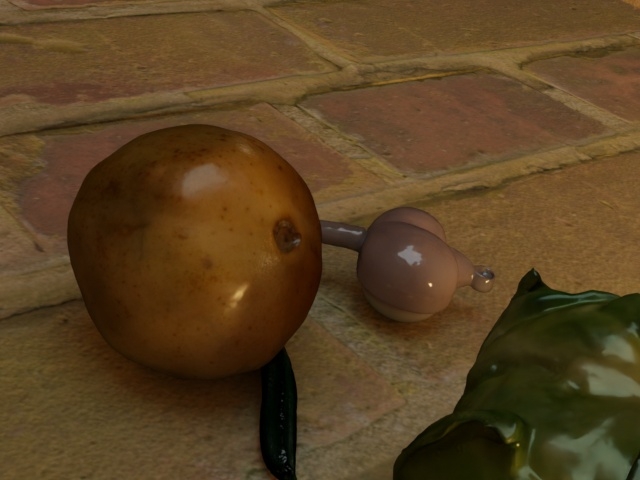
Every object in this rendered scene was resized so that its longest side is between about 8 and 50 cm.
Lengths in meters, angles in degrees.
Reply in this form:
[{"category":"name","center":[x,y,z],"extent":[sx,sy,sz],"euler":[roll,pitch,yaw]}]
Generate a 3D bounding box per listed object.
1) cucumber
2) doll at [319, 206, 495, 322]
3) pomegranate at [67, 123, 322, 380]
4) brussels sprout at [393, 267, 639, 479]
[{"category":"cucumber","center":[-0.035,0.136,0.906],"extent":[0.033,0.036,0.184],"euler":[2,29,-3]},{"category":"doll","center":[0.000,-0.001,1.103],"extent":[0.365,0.094,0.160],"euler":[15,22,4]},{"category":"pomegranate","center":[-0.103,0.005,0.929],"extent":[0.233,0.233,0.233],"euler":[9,29,-5]},{"category":"brussels sprout","center":[0.201,0.164,0.761],"extent":[0.294,0.227,0.259],"euler":[19,43,-3]}]
